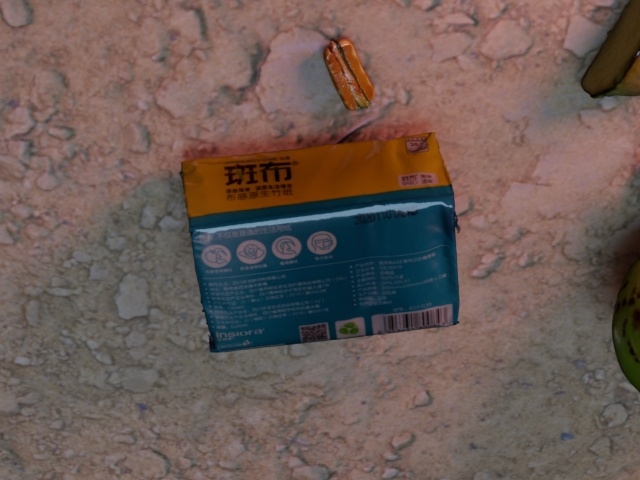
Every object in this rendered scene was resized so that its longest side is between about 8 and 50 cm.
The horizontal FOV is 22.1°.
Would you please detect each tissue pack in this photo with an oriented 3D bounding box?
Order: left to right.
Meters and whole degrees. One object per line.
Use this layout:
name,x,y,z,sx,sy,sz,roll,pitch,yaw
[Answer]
tissue pack,0.000,0.000,1.681,0.271,0.134,0.192,-6,130,-1

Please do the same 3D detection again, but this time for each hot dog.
hot dog,0.027,-0.164,1.619,0.037,0.021,0.083,-30,127,-8

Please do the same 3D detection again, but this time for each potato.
potato,0.344,-0.175,1.606,0.120,0.081,0.149,16,127,-16

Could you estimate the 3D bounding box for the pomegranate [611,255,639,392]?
pomegranate,0.433,0.054,1.734,0.231,0.231,0.286,3,119,-9
